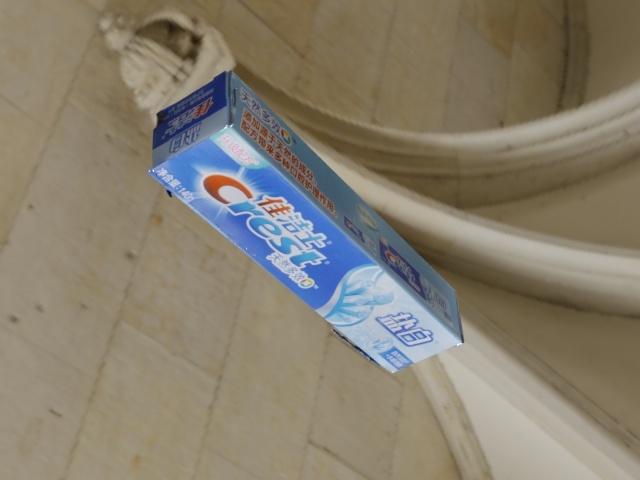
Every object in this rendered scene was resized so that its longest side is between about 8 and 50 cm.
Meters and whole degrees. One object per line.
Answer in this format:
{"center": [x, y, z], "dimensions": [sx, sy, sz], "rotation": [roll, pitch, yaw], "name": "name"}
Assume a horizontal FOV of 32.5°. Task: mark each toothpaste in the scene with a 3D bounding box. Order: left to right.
{"center": [0.000, 0.000, 0.718], "dimensions": [0.066, 0.272, 0.053], "rotation": [-25, -135, 25], "name": "toothpaste"}
